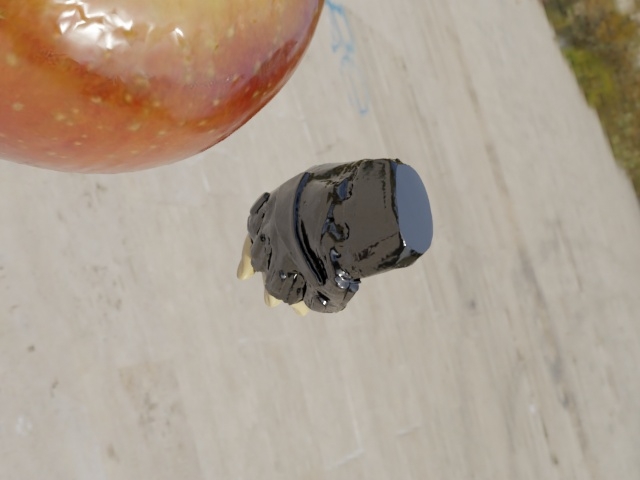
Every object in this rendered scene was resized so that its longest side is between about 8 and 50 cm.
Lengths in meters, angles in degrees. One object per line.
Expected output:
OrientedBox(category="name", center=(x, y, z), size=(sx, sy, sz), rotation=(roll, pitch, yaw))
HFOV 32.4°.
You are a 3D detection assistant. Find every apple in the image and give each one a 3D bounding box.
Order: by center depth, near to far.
OrientedBox(category="apple", center=(-0.114, -0.130, 0.460), size=(0.235, 0.173, 0.210), rotation=(40, 53, -24))

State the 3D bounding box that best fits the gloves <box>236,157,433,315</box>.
OrientedBox(category="gloves", center=(0.000, 0.000, 0.974), size=(0.124, 0.203, 0.164), rotation=(58, 27, -25))
